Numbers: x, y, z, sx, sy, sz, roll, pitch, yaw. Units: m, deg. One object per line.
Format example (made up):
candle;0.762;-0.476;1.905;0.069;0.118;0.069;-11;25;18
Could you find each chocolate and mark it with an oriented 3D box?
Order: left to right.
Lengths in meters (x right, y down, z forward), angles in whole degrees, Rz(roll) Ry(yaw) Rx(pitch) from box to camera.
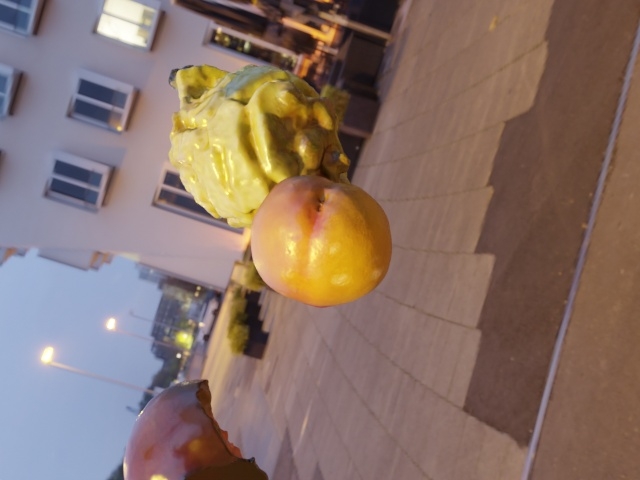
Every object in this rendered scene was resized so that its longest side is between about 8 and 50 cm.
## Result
chocolate;-0.116;0.193;0.656;0.133;0.127;0.124;37;112;61

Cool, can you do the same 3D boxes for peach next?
peach;0.000;0.000;0.692;0.138;0.138;0.138;-162;90;-83

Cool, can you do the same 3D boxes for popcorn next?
popcorn;-0.082;-0.143;1.094;0.237;0.293;0.292;-14;52;43
